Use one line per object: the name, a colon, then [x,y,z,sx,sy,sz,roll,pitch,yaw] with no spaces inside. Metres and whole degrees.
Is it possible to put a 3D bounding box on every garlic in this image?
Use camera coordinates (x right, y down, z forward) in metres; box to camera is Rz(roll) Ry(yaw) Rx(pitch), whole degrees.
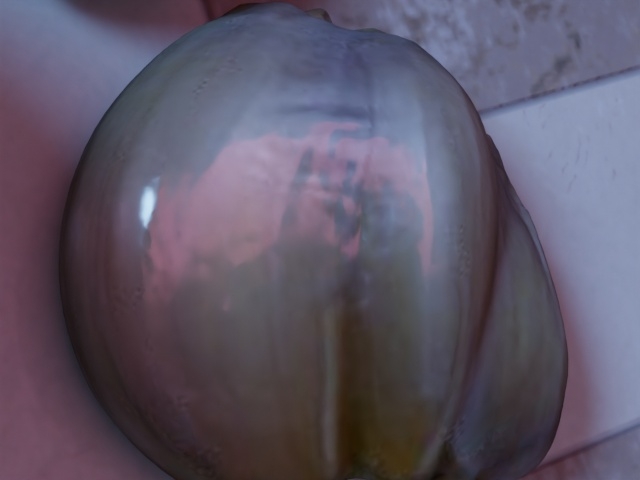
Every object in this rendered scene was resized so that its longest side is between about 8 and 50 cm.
garlic: [0.000,0.000,0.673,0.217,0.110,0.228,-7,80,-23]
